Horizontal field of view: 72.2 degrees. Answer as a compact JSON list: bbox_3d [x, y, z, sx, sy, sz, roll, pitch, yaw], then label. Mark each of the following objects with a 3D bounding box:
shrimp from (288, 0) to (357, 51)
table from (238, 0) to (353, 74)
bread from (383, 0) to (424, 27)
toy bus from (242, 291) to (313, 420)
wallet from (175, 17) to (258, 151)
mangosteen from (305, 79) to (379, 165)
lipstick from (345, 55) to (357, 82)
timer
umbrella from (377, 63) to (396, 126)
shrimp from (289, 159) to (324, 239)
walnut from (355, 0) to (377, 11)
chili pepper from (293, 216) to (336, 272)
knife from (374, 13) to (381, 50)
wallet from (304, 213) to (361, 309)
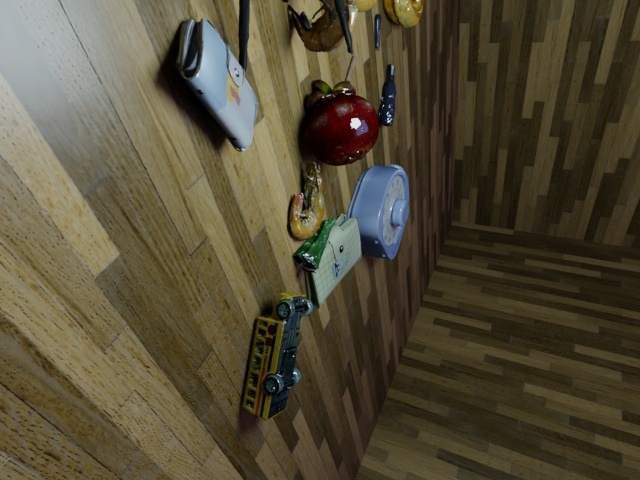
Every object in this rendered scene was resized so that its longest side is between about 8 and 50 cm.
[{"bbox_3d":[-0.013,-0.568,1.049,0.075,0.289,0.178,-21,161,-44],"label":"shrimp"},{"bbox_3d":[-0.054,-0.496,0.883,0.249,0.317,0.318,81,28,-65],"label":"table"},{"bbox_3d":[0.316,-0.913,1.635,0.236,0.120,0.199,2,97,-64],"label":"bread"},{"bbox_3d":[-0.121,0.308,1.209,0.121,0.122,0.336,6,95,-63],"label":"toy bus"},{"bbox_3d":[-0.199,-0.302,0.866,0.231,0.069,0.170,54,34,-61],"label":"wallet"},{"bbox_3d":[0.048,-0.342,1.243,0.215,0.215,0.258,1,64,-64],"label":"mangosteen"},{"bbox_3d":[0.102,-0.564,1.446,0.019,0.018,0.094,38,66,-62],"label":"lipstick"},{"bbox_3d":[0.268,-0.135,1.792,0.395,0.173,0.395,-34,129,-55],"label":"timer"},{"bbox_3d":[0.270,-0.581,1.750,0.071,0.070,0.249,-6,101,-64],"label":"umbrella"},{"bbox_3d":[-0.038,-0.112,1.290,0.150,0.068,0.249,-27,129,-53],"label":"shrimp"},{"bbox_3d":[0.100,-0.742,1.219,0.159,0.159,0.207,-65,146,-28],"label":"walnut"},{"bbox_3d":[0.000,0.000,1.389,0.227,0.088,0.059,-56,-179,-39],"label":"chili pepper"},{"bbox_3d":[0.208,-0.755,1.593,0.031,0.018,0.121,-44,140,-48],"label":"knife"},{"bbox_3d":[0.045,0.063,1.528,0.309,0.077,0.224,-45,139,-46],"label":"wallet"}]
